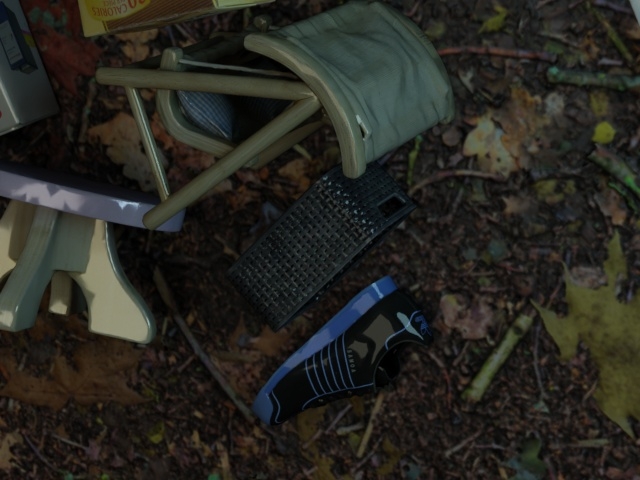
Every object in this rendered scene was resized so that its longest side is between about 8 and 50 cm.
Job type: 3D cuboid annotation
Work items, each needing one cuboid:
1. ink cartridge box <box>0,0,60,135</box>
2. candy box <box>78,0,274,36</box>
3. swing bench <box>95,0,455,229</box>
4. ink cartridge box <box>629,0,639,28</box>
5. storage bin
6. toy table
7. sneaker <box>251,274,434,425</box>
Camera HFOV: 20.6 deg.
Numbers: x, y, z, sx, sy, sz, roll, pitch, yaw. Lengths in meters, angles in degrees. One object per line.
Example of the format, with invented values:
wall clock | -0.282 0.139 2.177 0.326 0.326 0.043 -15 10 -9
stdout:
ink cartridge box | -0.409 -0.212 1.985 0.154 0.093 0.212 -17 96 29
candy box | -0.157 -0.357 1.613 0.183 0.087 0.316 -5 96 42
swing bench | -0.035 -0.142 1.738 0.254 0.253 0.165 -13 99 27
ink cartridge box | 0.406 -0.267 1.599 0.261 0.066 0.296 -19 96 28
storage bin | 0.000 0.000 1.838 0.084 0.122 0.180 49 119 4
toy table | -0.295 0.009 1.930 0.274 0.252 0.161 14 95 20
sneaker | 0.023 0.141 1.894 0.232 0.081 0.090 -46 76 27
